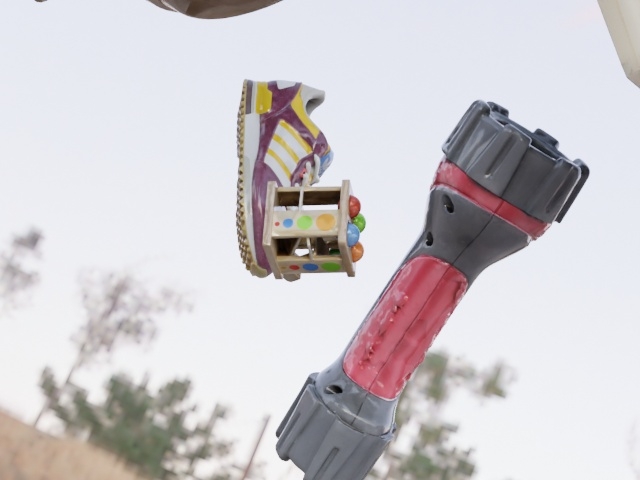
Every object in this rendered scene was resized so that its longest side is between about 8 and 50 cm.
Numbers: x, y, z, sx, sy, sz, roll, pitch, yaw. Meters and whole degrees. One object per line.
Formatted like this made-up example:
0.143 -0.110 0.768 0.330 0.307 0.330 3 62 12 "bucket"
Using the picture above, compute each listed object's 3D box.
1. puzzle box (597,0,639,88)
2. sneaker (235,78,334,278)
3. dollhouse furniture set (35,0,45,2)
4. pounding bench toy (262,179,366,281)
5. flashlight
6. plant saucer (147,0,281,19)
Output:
0.267 -0.141 1.018 0.052 0.272 0.409 -31 -35 26 "puzzle box"
-0.029 -0.056 1.365 0.084 0.185 0.069 1 -23 -6 "sneaker"
-0.178 -0.301 1.066 0.242 0.161 0.212 52 -23 25 "dollhouse furniture set"
0.000 0.000 1.133 0.065 0.052 0.083 -1 -29 9 "pounding bench toy"
0.073 0.048 1.167 0.103 0.304 0.103 20 18 -46 "flashlight"
-0.026 -0.263 1.289 0.041 0.278 0.278 59 -15 13 "plant saucer"
